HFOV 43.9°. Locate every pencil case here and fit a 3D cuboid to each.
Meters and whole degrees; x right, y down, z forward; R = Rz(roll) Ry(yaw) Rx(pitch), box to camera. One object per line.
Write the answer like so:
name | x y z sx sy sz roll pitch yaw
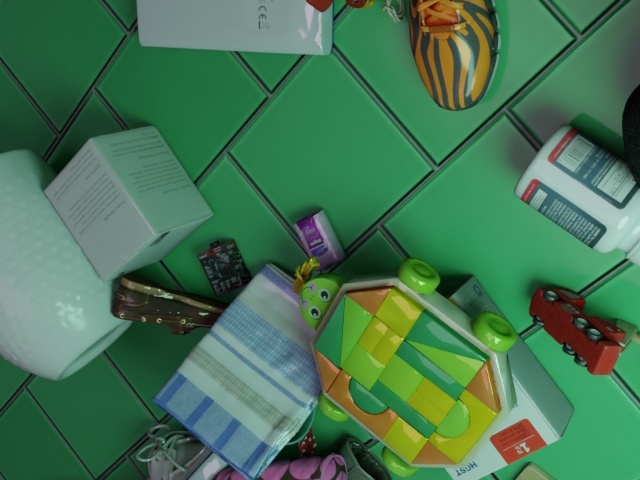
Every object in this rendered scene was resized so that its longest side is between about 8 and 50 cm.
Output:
pencil case | -0.059 0.391 1.232 0.209 0.095 0.098 -17 68 27

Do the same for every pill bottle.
pill bottle | 0.335 -0.048 0.948 0.180 0.108 0.108 38 119 14

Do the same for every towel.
towel | -0.087 0.187 1.188 0.209 0.285 0.034 35 162 17

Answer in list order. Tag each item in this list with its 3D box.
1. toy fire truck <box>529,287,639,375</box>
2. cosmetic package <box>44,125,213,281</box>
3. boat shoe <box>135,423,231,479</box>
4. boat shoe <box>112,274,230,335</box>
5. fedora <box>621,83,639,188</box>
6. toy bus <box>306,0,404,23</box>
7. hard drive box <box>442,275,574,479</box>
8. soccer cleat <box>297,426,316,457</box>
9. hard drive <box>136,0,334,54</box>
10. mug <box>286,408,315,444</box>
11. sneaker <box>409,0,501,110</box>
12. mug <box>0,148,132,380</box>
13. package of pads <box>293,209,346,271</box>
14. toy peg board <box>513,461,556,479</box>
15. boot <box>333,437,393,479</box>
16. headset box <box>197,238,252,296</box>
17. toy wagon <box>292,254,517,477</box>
toy fire truck | 0.366 0.123 0.988 0.192 0.135 0.047 -128 47 -54
cosmetic package | -0.305 -0.061 1.272 0.151 0.151 0.184 -37 85 33
boat shoe | -0.261 0.398 1.411 0.156 0.136 0.367 50 131 10
boat shoe | -0.231 0.116 1.284 0.207 0.073 0.073 16 93 -11
fedora | 0.437 -0.096 0.828 0.334 0.334 0.152 57 156 3
toy bus | 0.001 -0.360 0.996 0.104 0.191 0.202 -2 106 39
hard drive box | 0.204 0.197 1.106 0.181 0.089 0.232 -41 84 32
soccer cleat | -0.026 0.319 1.285 0.029 0.083 0.035 16 135 -23
hard drive | -0.130 -0.382 1.143 0.318 0.040 0.210 9 109 26
mug | -0.081 0.252 1.269 0.097 0.158 0.129 -18 118 41
sneaker | 0.128 -0.308 0.940 0.124 0.180 0.321 -1 104 29
mug | -0.495 0.075 1.376 0.328 0.276 0.374 48 152 4
package of pads | 0.000 0.000 1.192 0.050 0.032 0.083 -25 92 29
toy peg board | 0.312 0.433 1.123 0.161 0.079 0.161 37 119 15
boot | -0.009 0.390 1.291 0.189 0.076 0.208 37 125 2
headset box | -0.157 0.041 1.291 0.062 0.032 0.083 -23 92 32
toy wagon | 0.086 0.151 1.065 0.344 0.068 0.267 37 119 15
